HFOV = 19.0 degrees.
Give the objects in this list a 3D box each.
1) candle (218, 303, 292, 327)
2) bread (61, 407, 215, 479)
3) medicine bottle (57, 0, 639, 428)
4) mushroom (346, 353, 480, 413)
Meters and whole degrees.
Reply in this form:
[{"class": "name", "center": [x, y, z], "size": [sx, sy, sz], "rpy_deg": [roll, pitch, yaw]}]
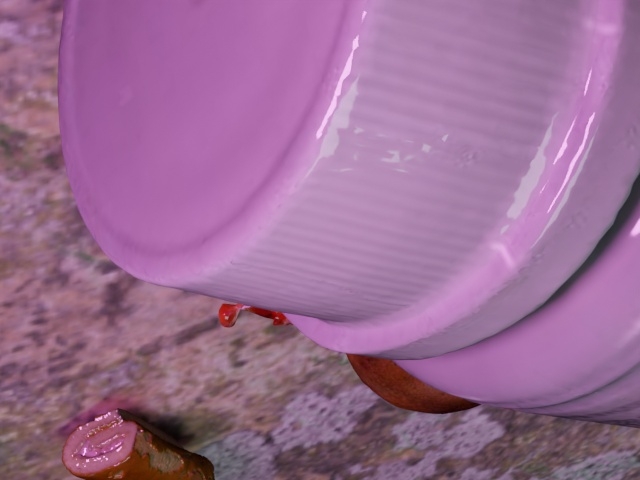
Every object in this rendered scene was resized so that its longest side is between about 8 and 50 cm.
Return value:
[{"class": "candle", "center": [0.000, 0.000, 0.890], "size": [0.131, 0.052, 0.052], "rpy_deg": [-42, 143, 21]}, {"class": "bread", "center": [-0.094, 0.115, 0.989], "size": [0.047, 0.036, 0.083], "rpy_deg": [-27, 148, 14]}, {"class": "medicine bottle", "center": [0.084, -0.060, 0.698], "size": [0.306, 0.245, 0.245], "rpy_deg": [12, 130, -33]}, {"class": "mushroom", "center": [0.072, 0.051, 0.988], "size": [0.129, 0.073, 0.088], "rpy_deg": [24, 88, -52]}]
